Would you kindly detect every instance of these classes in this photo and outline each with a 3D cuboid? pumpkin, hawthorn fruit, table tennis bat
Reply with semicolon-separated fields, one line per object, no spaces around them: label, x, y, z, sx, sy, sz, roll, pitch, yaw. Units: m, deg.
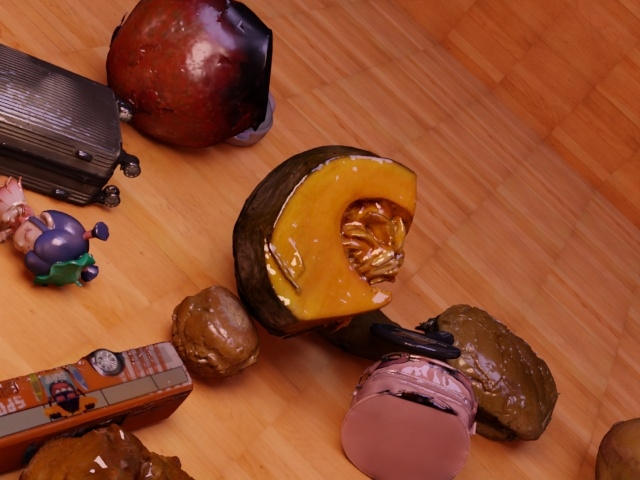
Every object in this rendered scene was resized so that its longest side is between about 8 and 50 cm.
pumpkin;0.000;0.000;1.335;0.256;0.225;0.303;19;75;-15
hawthorn fruit;-0.222;-0.304;1.592;0.316;0.316;0.316;29;32;-20
table tennis bat;0.169;0.165;1.468;0.150;0.027;0.236;18;4;26

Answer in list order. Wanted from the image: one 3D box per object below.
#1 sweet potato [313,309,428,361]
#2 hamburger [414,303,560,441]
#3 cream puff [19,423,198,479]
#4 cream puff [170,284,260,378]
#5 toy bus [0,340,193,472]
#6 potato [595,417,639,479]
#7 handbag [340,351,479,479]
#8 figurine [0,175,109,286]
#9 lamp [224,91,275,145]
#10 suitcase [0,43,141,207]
sweet potato;0.026;0.105;1.514;0.422;0.130;0.130;37;30;-14
hamburger;0.303;0.252;1.635;0.309;0.132;0.211;45;27;3
cream puff;-0.202;0.319;0.943;0.268;0.155;0.241;29;26;-8
cream puff;-0.155;0.136;1.281;0.126;0.103;0.144;31;29;-44
toy bus;-0.322;0.196;1.019;0.408;0.093;0.092;-9;57;-52
potato;0.626;0.439;1.686;0.289;0.300;0.237;62;-7;-35
handbag;0.138;0.274;1.367;0.205;0.179;0.116;18;23;-1
figurine;-0.385;-0.015;1.208;0.195;0.111;0.102;42;50;0
lamp;-0.166;-0.287;1.828;0.179;0.108;0.246;46;29;0
suitcase;-0.434;-0.181;1.350;0.312;0.128;0.202;19;36;-32
